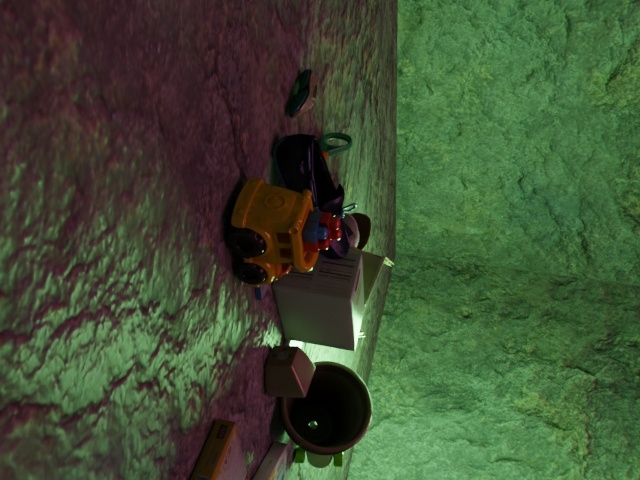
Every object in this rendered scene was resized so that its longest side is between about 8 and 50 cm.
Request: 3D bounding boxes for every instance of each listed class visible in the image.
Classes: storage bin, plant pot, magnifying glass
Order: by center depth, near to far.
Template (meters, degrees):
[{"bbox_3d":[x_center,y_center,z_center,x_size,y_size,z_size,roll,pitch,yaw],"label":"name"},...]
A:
[{"bbox_3d":[-0.087,0.331,1.684,0.109,0.109,0.096,-67,147,-51],"label":"plant pot"},{"bbox_3d":[0.020,-0.259,1.872,0.231,0.092,0.026,-51,150,-49],"label":"magnifying glass"},{"bbox_3d":[-0.001,0.517,1.915,0.229,0.263,0.263,111,-4,-56],"label":"plant pot"},{"bbox_3d":[0.120,0.164,2.071,0.262,0.123,0.260,-68,165,-2],"label":"storage bin"}]

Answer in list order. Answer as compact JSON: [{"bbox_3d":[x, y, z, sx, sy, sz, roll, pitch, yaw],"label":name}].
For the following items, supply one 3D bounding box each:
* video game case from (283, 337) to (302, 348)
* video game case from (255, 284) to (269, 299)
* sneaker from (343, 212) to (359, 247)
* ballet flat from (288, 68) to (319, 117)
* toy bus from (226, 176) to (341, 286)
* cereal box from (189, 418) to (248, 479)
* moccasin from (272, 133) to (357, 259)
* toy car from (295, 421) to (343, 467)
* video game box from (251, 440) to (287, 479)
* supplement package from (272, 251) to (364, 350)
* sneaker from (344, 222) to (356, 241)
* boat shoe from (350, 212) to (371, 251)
[{"bbox_3d":[-0.076,0.294,1.889,0.143,0.019,0.157,83,19,-50],"label":"video game case"},{"bbox_3d":[-0.122,0.043,1.536,0.166,0.015,0.119,-66,159,-52],"label":"video game case"},{"bbox_3d":[0.067,0.019,2.178,0.111,0.103,0.252,71,29,-68],"label":"sneaker"},{"bbox_3d":[-0.033,-0.350,1.588,0.052,0.057,0.168,40,50,-33],"label":"ballet flat"},{"bbox_3d":[-0.064,-0.004,1.323,0.220,0.212,0.149,86,15,-47],"label":"toy bus"},{"bbox_3d":[-0.208,0.509,1.348,0.173,0.048,0.240,-69,162,-47],"label":"cereal box"},{"bbox_3d":[0.001,-0.092,1.540,0.342,0.117,0.137,61,36,-32],"label":"moccasin"},{"bbox_3d":[0.004,0.652,2.189,0.188,0.155,0.148,-76,170,-71],"label":"toy car"},{"bbox_3d":[-0.141,0.679,1.763,0.205,0.048,0.187,-47,140,-70],"label":"video game box"},{"bbox_3d":[0.004,0.154,1.732,0.261,0.204,0.145,82,20,-52],"label":"supplement package"},{"bbox_3d":[0.000,0.000,1.964,0.222,0.118,0.083,-39,-177,-41],"label":"sneaker"},{"bbox_3d":[0.091,0.064,2.303,0.123,0.123,0.341,89,17,-65],"label":"boat shoe"}]
